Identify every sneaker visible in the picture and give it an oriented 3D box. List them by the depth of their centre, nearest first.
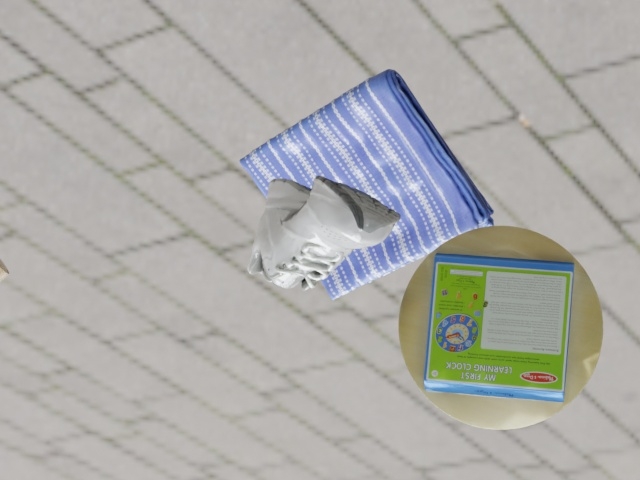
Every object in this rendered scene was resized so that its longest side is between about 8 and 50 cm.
[{"bbox_3d":[0.000,0.000,1.886,0.111,0.129,0.297,26,171,-17],"label":"sneaker"}]

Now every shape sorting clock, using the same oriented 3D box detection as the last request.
[{"bbox_3d":[0.181,0.088,1.643,0.206,0.206,0.040,-2,171,10],"label":"shape sorting clock"}]

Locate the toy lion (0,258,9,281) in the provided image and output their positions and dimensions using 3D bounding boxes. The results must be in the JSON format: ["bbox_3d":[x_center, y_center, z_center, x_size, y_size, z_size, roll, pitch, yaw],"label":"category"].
[{"bbox_3d":[-0.222,-0.008,0.942,0.034,0.096,0.100,-43,119,-1],"label":"toy lion"}]

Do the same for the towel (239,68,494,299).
[{"bbox_3d":[0.054,-0.065,2.141,0.336,0.040,0.243,-28,99,47],"label":"towel"}]
